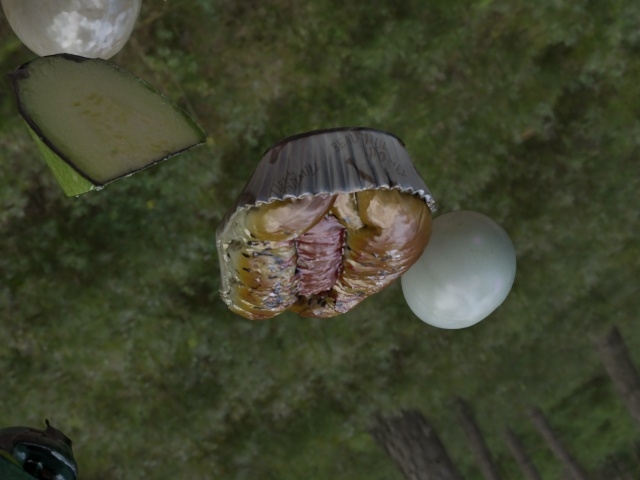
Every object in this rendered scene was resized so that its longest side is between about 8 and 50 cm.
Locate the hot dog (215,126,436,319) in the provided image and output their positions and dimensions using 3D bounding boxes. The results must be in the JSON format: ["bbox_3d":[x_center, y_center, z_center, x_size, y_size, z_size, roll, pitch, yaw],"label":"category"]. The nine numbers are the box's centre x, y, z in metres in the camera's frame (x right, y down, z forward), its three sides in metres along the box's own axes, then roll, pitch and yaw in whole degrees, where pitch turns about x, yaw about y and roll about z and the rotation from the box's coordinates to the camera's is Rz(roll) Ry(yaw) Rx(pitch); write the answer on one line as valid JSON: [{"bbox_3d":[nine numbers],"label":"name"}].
[{"bbox_3d":[0.000,0.000,0.782,0.144,0.075,0.268,0,161,-8],"label":"hot dog"}]

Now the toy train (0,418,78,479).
[{"bbox_3d":[-0.239,0.316,1.000,0.237,0.369,0.150,-36,-148,18],"label":"toy train"}]

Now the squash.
[{"bbox_3d":[-0.244,-0.112,1.208,0.192,0.184,0.085,-29,155,-51],"label":"squash"}]

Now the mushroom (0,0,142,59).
[{"bbox_3d":[-0.287,-0.319,1.409,0.204,0.204,0.204,-28,176,-2],"label":"mushroom"}]

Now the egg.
[{"bbox_3d":[0.187,0.045,1.586,0.151,0.151,0.209,-26,159,-25],"label":"egg"}]
